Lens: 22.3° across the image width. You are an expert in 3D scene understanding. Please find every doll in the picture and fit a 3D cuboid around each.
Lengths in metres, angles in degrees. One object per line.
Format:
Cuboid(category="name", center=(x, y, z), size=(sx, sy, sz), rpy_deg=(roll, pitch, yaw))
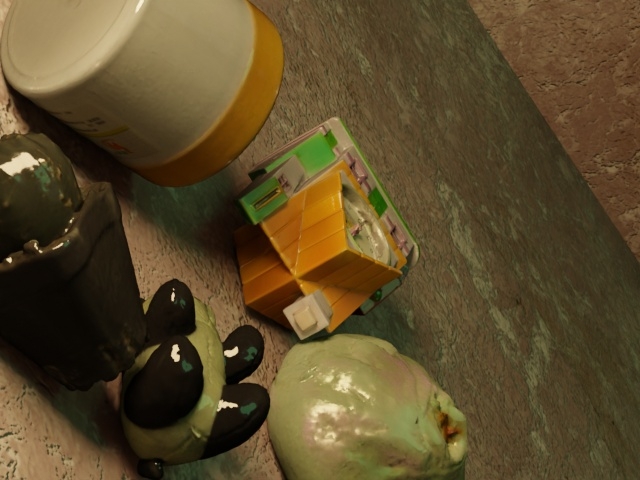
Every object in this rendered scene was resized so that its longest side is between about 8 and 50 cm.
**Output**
Cuboid(category="doll", center=(-0.143, 0.133, 1.684), size=(0.143, 0.135, 0.234), rpy_deg=(39, 27, -29))

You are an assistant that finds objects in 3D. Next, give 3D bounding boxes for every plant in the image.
Cuboid(category="plant", center=(-0.264, 0.019, 1.562), size=(0.256, 0.142, 0.164), rpy_deg=(66, 22, -17))

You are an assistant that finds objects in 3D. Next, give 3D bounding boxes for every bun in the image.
Cuboid(category="bun", center=(0.080, 0.234, 1.950), size=(0.293, 0.187, 0.293), rpy_deg=(43, 29, -31))

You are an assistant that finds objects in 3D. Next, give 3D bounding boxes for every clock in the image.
Cuboid(category="clock", center=(-0.001, 0.000, 2.062), size=(0.235, 0.166, 0.309), rpy_deg=(58, 21, -7))

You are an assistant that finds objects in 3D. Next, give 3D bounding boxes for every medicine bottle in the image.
Cuboid(category="medicine bottle", center=(-0.199, -0.211, 1.819), size=(0.232, 0.238, 0.238), rpy_deg=(35, 35, -42))
